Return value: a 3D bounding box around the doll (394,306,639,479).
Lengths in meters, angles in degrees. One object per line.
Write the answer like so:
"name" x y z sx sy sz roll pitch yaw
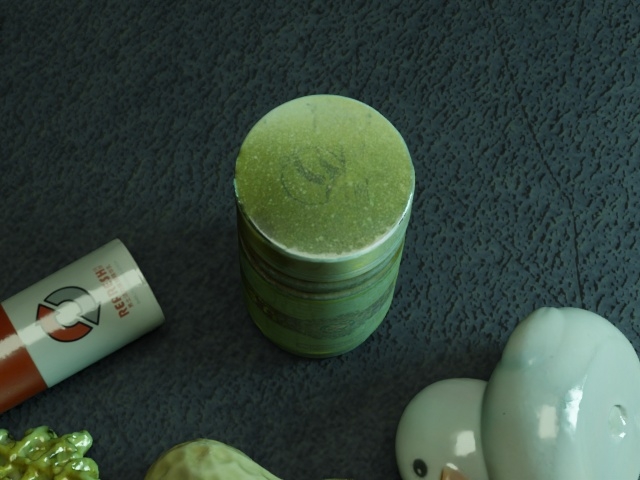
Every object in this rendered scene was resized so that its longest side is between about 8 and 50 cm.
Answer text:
"doll" 0.182 0.174 1.590 0.221 0.221 0.251 29 50 8

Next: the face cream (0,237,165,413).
"face cream" -0.264 0.090 1.635 0.214 0.096 0.096 -29 74 -11

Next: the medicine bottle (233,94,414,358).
"medicine bottle" 0.000 0.000 1.553 0.151 0.322 0.151 0 71 -1

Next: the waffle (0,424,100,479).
"waffle" -0.307 0.249 1.559 0.223 0.054 0.204 -14 33 -5

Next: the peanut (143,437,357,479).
"peanut" -0.024 0.268 1.570 0.298 0.120 0.136 20 48 6
